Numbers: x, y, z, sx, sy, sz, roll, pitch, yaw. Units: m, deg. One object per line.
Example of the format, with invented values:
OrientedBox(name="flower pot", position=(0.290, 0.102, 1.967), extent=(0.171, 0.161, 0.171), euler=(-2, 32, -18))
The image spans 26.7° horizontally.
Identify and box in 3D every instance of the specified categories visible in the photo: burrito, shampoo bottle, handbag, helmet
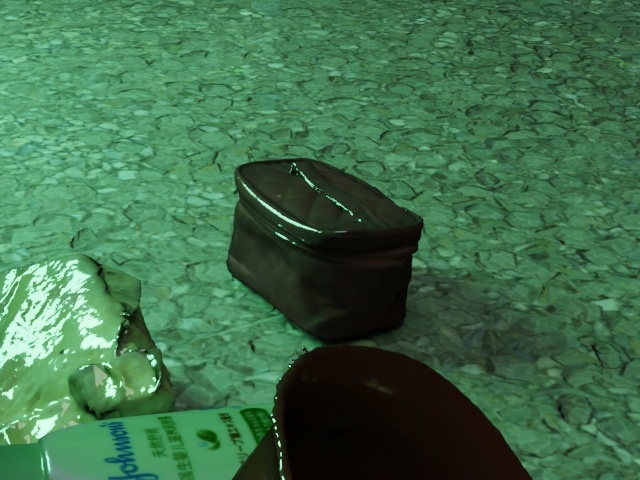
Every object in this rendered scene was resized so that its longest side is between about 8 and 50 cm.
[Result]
OrientedBox(name="burrito", position=(-0.223, 0.100, 1.192), extent=(0.175, 0.107, 0.348), euler=(-28, 30, -10))
OrientedBox(name="shampoo bottle", position=(-0.141, 0.208, 0.958), extent=(0.350, 0.151, 0.222), euler=(-4, 24, -15))
OrientedBox(name="handbag", position=(0.000, 0.000, 1.419), extent=(0.146, 0.135, 0.225), euler=(-8, 27, -32))
OrientedBox(name="helmet", position=(0.025, 0.261, 0.759), extent=(0.338, 0.230, 0.385), euler=(36, 19, -28))
